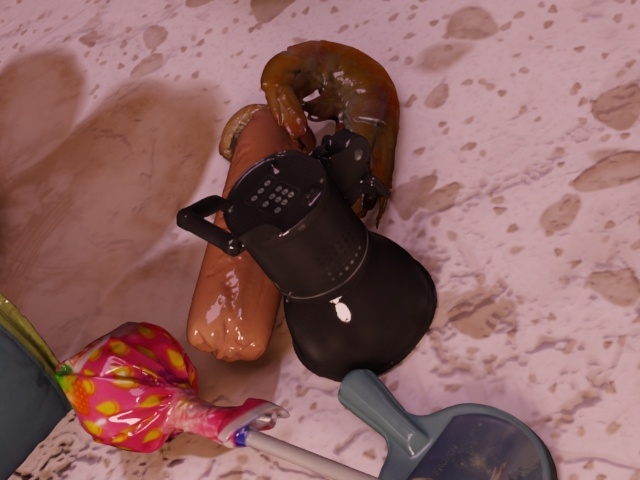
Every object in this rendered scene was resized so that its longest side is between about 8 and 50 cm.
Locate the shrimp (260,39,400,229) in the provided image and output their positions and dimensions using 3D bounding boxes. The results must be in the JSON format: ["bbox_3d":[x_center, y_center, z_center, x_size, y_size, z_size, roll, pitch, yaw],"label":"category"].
[{"bbox_3d":[0.018,-0.113,1.433,0.150,0.068,0.248,3,48,-18],"label":"shrimp"}]

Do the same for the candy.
[{"bbox_3d":[-0.079,0.166,1.261,0.365,0.124,0.124,15,62,35],"label":"candy"}]

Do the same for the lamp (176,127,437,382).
[{"bbox_3d":[0.000,0.000,1.265,0.172,0.227,0.147,-48,46,-14],"label":"lamp"}]

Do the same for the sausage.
[{"bbox_3d":[-0.064,-0.009,1.411,0.086,0.086,0.289,-7,50,25],"label":"sausage"}]

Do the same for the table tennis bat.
[{"bbox_3d":[0.094,0.182,1.198,0.149,0.038,0.237,-43,48,-6],"label":"table tennis bat"}]

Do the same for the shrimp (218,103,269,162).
[{"bbox_3d":[-0.064,-0.112,1.543,0.114,0.023,0.083,6,60,40],"label":"shrimp"}]

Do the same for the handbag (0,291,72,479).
[{"bbox_3d":[-0.400,0.159,1.370,0.263,0.222,0.241,12,56,39],"label":"handbag"}]
